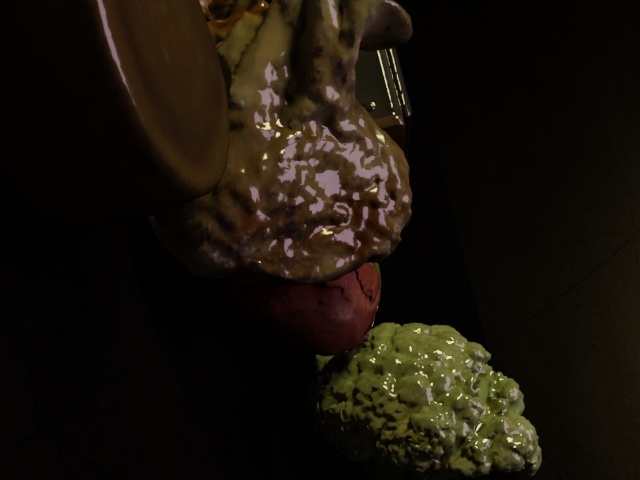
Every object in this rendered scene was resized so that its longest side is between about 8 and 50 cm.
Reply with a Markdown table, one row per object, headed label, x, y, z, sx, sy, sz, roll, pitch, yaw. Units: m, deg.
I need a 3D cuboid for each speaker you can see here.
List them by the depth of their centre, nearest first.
| label | x | y | z | sx | sy | sz | roll | pitch | yaw |
| --- | --- | --- | --- | --- | --- | --- | --- | --- | --- |
| speaker | 0.016 | -0.164 | 1.737 | 0.231 | 0.193 | 0.153 | 81 | -5 | -74 |

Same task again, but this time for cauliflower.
| label | x | y | z | sx | sy | sz | roll | pitch | yaw |
| --- | --- | --- | --- | --- | --- | --- | --- | --- | --- |
| cauliflower | 0.124 | 0.230 | 1.602 | 0.327 | 0.260 | 0.281 | 36 | -35 | 40 |

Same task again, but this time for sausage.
| label | x | y | z | sx | sy | sz | roll | pitch | yaw |
| --- | --- | --- | --- | --- | --- | --- | --- | --- | --- |
| sausage | -0.019 | 0.045 | 1.473 | 0.279 | 0.152 | 0.152 | 46 | 29 | -64 |

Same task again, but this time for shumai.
| label | x | y | z | sx | sy | sz | roll | pitch | yaw |
| --- | --- | --- | --- | --- | --- | --- | --- | --- | --- |
| shumai | -0.025 | -0.117 | 1.257 | 0.314 | 0.267 | 0.262 | -38 | 152 | -47 |

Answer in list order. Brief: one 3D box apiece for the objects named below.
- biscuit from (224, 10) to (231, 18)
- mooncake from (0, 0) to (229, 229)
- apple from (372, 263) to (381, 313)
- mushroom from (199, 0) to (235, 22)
| label | x | y | z | sx | sy | sz | roll | pitch | yaw |
| --- | --- | --- | --- | --- | --- | --- | --- | --- | --- |
| biscuit | -0.120 | -0.322 | 1.591 | 0.257 | 0.049 | 0.273 | -111 | -170 | -56 |
| mooncake | -0.188 | -0.149 | 1.029 | 0.284 | 0.156 | 0.284 | -17 | 90 | -78 |
| apple | 0.000 | 0.000 | 1.695 | 0.193 | 0.120 | 0.265 | -110 | 175 | -49 |
| mushroom | -0.150 | -0.341 | 1.334 | 0.263 | 0.195 | 0.283 | 161 | -75 | -69 |
